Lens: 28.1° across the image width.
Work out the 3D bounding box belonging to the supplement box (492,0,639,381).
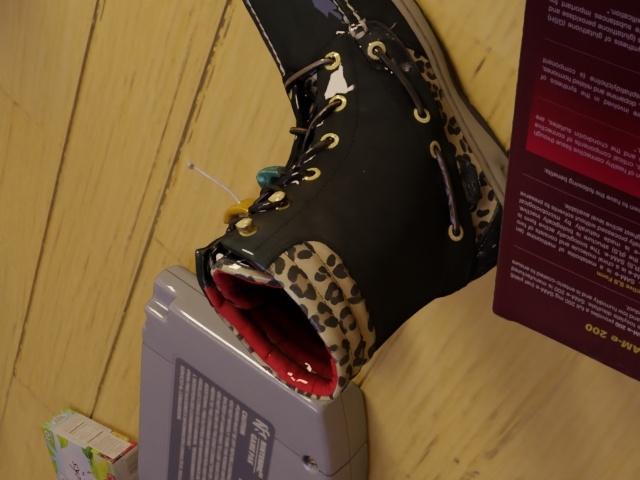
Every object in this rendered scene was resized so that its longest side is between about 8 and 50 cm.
[{"bbox_3d":[0.161,-0.046,0.595,0.130,0.073,0.239,27,134,29],"label":"supplement box"}]

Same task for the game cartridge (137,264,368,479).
[{"bbox_3d":[-0.058,0.175,1.005,0.198,0.062,0.297,30,137,20],"label":"game cartridge"}]

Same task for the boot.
[{"bbox_3d":[-0.005,-0.050,0.672,0.236,0.178,0.085,53,142,-3],"label":"boot"}]

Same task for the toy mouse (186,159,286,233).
[{"bbox_3d":[0.000,0.000,0.825,0.143,0.031,0.161,-11,111,49],"label":"toy mouse"}]

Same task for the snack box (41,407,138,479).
[{"bbox_3d":[-0.204,0.235,1.208,0.100,0.037,0.141,19,131,37],"label":"snack box"}]
